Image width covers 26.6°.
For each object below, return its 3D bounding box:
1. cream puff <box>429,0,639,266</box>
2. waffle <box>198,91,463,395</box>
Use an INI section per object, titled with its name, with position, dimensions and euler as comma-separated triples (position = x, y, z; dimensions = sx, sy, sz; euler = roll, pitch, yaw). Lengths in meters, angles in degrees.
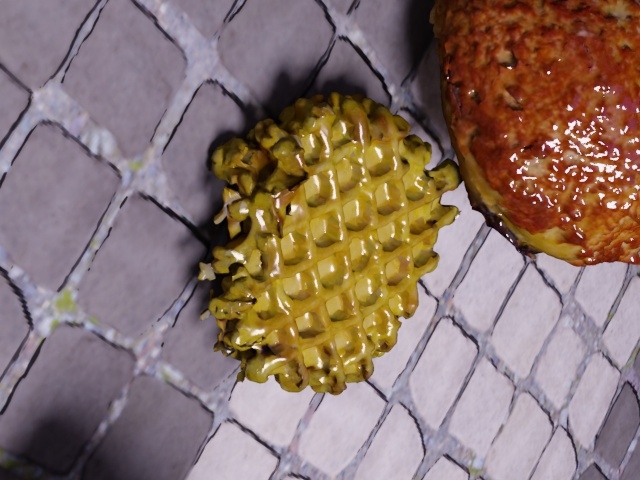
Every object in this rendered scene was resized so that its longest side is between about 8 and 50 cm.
[cream puff]
position = 0.175, -0.097, 0.912
dimensions = 0.240, 0.164, 0.240
euler = -8, 90, -68
[waffle]
position = 0.000, 0.000, 0.855
dimensions = 0.197, 0.070, 0.193
euler = 12, 96, -48
